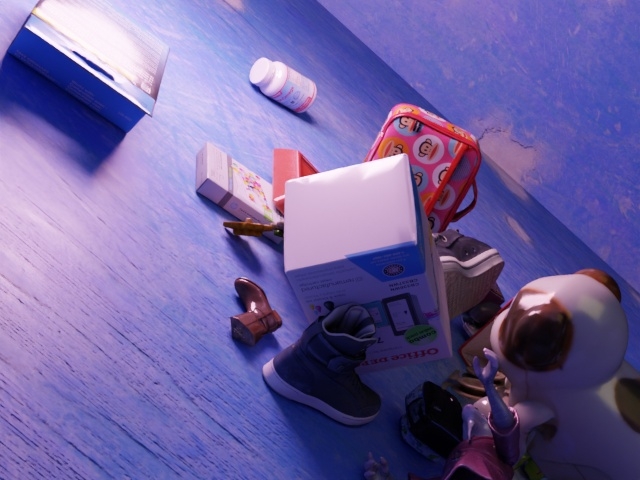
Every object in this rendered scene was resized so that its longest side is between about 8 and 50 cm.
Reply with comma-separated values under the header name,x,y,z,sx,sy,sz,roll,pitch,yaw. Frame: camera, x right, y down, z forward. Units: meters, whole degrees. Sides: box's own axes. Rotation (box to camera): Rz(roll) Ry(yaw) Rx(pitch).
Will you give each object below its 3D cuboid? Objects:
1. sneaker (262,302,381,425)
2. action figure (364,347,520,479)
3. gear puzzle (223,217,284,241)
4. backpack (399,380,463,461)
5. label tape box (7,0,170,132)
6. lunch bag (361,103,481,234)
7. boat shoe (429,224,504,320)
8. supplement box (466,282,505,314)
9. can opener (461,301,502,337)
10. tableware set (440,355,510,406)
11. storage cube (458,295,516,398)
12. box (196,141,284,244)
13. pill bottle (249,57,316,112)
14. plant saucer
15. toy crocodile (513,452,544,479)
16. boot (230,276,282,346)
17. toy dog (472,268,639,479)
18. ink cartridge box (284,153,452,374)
name,x,y,z,sx,sy,sz,roll,pitch,yaw
sneaker,0.049,0.183,1.453,0.226,0.163,0.086,27,24,-40
action figure,0.223,0.339,1.350,0.276,0.248,0.370,45,23,3
gear puzzle,0.000,0.000,1.690,0.338,0.044,0.175,8,-3,-12
backpack,0.179,0.290,1.590,0.105,0.084,0.114,36,27,-20
label tape box,-0.392,-0.306,1.667,0.240,0.106,0.334,35,23,-20
lunch bag,0.212,-0.121,2.117,0.258,0.293,0.120,24,22,-6
boat shoe,0.204,0.070,1.926,0.156,0.187,0.500,38,23,21
supplement box,0.342,0.087,2.283,0.104,0.081,0.188,33,23,-26
can opener,0.420,0.205,2.176,0.283,0.095,0.076,19,32,-39
tableware set,0.297,0.257,1.826,0.128,0.039,0.194,13,8,16
storage cube,0.435,0.249,1.998,0.193,0.184,0.215,22,29,-45
box,-0.142,-0.087,1.798,0.186,0.038,0.145,35,22,-24
pill bottle,-0.091,-0.377,2.380,0.160,0.087,0.087,24,28,-41
plant saucer,0.007,-0.057,1.940,0.258,0.047,0.259,45,19,-22
toy crocodile,0.354,0.351,1.764,0.340,0.105,0.115,18,32,-48
boot,-0.115,0.107,1.483,0.106,0.037,0.114,45,25,10
toy dog,0.405,0.253,1.517,0.284,0.395,0.408,-27,94,-31
ink cartridge box,0.077,0.045,1.523,0.270,0.198,0.197,66,16,-44
